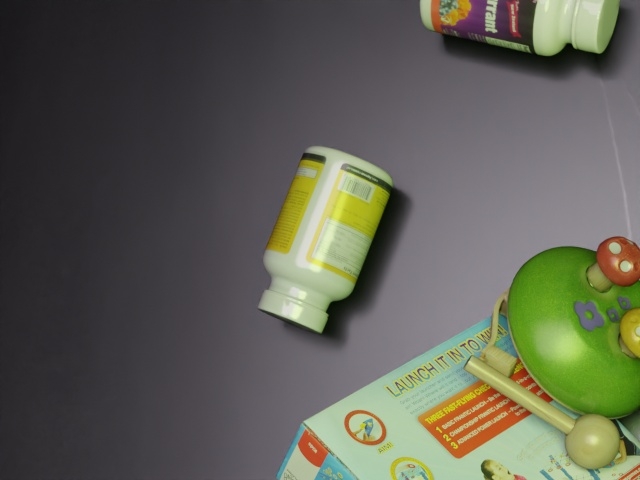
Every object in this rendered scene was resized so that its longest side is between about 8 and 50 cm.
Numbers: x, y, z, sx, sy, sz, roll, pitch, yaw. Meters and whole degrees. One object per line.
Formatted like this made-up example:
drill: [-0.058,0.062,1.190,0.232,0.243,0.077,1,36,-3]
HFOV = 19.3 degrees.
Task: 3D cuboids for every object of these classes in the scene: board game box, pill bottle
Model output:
board game box: [0.170,0.243,1.784,0.302,0.308,0.086,45,135,22]
pill bottle: [0.000,0.000,1.988,0.103,0.103,0.184,20,83,20]
pill bottle: [0.212,-0.255,1.980,0.193,0.108,0.108,14,82,20]

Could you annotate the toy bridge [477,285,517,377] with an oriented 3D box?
toy bridge: [0.207,0.074,1.883,0.063,0.026,0.188,30,44,22]

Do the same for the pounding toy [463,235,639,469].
pounding toy: [0.272,0.085,1.811,0.183,0.110,0.237,42,49,-3]
